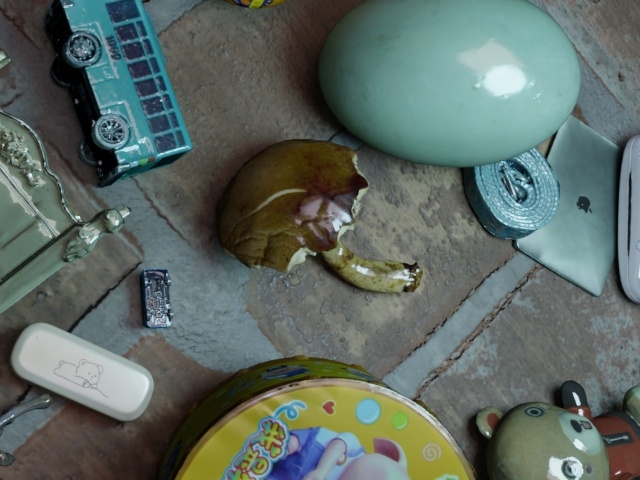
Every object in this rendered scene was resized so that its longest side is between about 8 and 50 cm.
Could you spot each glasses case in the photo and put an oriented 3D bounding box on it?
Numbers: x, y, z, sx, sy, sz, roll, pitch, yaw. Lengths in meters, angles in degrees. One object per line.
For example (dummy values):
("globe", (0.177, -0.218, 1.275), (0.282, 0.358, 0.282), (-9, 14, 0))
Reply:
("glasses case", (0.562, -0.038, 1.861), (0.113, 0.075, 0.297), (7, 81, -32))
("glasses case", (-0.321, 0.178, 1.475), (0.196, 0.050, 0.083), (26, 73, -16))

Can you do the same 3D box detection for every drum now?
("drum", (-0.014, 0.366, 1.418), (0.431, 0.214, 0.431), (-1, 93, -10))

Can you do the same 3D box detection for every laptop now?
("laptop", (0.443, -0.061, 1.857), (0.187, 0.015, 0.269), (30, 70, -15))

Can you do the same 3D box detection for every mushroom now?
("mushroom", (-0.008, 0.004, 1.586), (0.233, 0.208, 0.302), (-25, 102, 15))

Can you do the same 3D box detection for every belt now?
("belt", (0.306, -0.086, 1.770), (0.147, 0.082, 0.163), (3, 77, -13))

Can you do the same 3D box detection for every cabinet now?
("cabinet", (-0.436, -0.038, 1.316), (0.318, 0.227, 0.290), (-37, 95, -1))

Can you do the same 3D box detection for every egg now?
("egg", (0.190, -0.247, 1.633), (0.388, 0.276, 0.276), (5, 76, 5))

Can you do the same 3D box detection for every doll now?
("doll", (0.402, 0.330, 1.687), (0.329, 0.174, 0.235), (-3, 50, -25))

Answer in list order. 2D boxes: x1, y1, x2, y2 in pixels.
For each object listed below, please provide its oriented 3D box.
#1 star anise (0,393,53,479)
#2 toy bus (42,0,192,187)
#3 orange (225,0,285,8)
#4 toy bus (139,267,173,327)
("star anise", (-0.450, 0.271, 1.382), (0.209, 0.089, 0.231), (34, 80, -21))
("toy bus", (-0.284, -0.218, 1.529), (0.147, 0.128, 0.256), (-18, 89, -26))
("orange", (-0.104, -0.453, 1.621), (0.219, 0.193, 0.219), (9, 60, -15))
("toy bus", (-0.231, 0.083, 1.534), (0.038, 0.046, 0.083), (-1, 77, -23))
